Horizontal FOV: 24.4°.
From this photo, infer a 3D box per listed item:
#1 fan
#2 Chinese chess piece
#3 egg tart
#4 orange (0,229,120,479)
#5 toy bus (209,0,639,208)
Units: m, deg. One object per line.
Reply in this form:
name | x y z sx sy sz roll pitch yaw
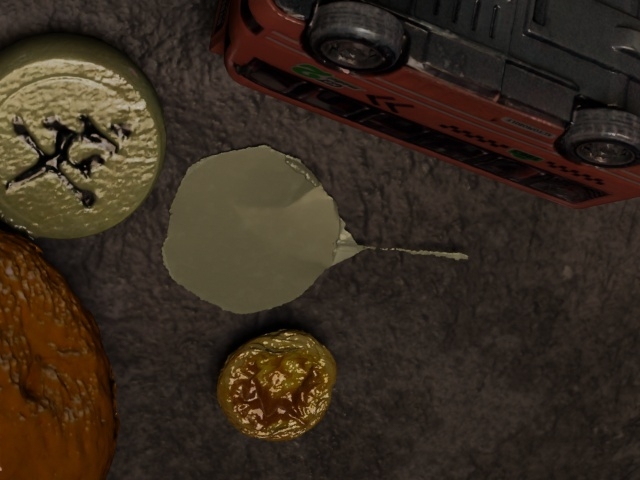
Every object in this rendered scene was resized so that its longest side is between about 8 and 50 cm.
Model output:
fan | 0.000 0.000 1.465 0.310 0.010 0.182 8 114 -13
Chinese chess piece | -0.232 -0.092 1.329 0.188 0.083 0.189 -4 114 -9
egg tart | -0.044 0.145 1.502 0.130 0.052 0.130 -5 114 -11
orange | -0.350 0.149 1.281 0.293 0.341 0.341 -25 120 24
toy bus | 0.121 -0.182 1.279 0.426 0.233 0.203 19 71 -21
